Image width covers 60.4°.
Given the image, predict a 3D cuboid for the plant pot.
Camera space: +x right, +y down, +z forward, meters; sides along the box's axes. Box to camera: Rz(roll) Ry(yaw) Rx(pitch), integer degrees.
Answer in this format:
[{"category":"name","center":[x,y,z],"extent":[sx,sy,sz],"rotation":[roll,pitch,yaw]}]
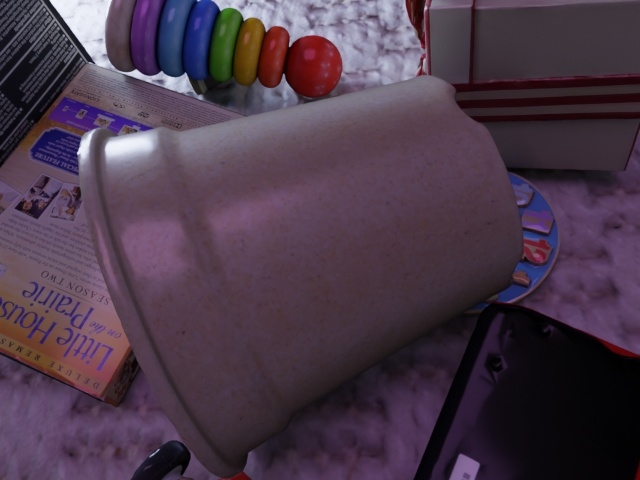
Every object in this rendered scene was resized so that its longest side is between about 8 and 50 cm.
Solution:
[{"category":"plant pot","center":[0.000,0.000,0.527],"extent":[0.306,0.333,0.333],"rotation":[-22,57,-5]}]

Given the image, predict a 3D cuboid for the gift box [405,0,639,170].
[{"category":"gift box","center":[0.228,-0.227,0.629],"extent":[0.259,0.255,0.276],"rotation":[5,49,18]}]

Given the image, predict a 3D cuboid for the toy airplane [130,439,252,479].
[{"category":"toy airplane","center":[-0.204,0.360,0.384],"extent":[0.385,0.272,0.386],"rotation":[6,39,-17]}]

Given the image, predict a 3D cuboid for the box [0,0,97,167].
[{"category":"box","center":[-0.496,-0.211,0.789],"extent":[0.183,0.294,0.296],"rotation":[15,64,23]}]

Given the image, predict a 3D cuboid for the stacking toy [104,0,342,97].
[{"category":"stacking toy","center":[-0.131,-0.280,0.809],"extent":[0.331,0.141,0.141],"rotation":[13,61,-6]}]

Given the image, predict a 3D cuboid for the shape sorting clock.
[{"category":"shape sorting clock","center":[0.172,-0.009,0.650],"extent":[0.207,0.040,0.206],"rotation":[-6,58,10]}]

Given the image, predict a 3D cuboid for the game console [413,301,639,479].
[{"category":"game console","center":[0.220,0.276,0.406],"extent":[0.342,0.060,0.386],"rotation":[23,71,14]}]

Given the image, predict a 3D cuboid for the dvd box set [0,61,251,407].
[{"category":"dvd box set","center":[-0.295,-0.035,0.739],"extent":[0.308,0.062,0.420],"rotation":[20,66,11]}]

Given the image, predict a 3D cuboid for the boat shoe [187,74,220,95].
[{"category":"boat shoe","center":[-0.197,-0.342,0.927],"extent":[0.074,0.080,0.223],"rotation":[-13,63,-2]}]

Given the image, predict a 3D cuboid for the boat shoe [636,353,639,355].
[{"category":"boat shoe","center":[0.229,0.181,0.511],"extent":[0.233,0.084,0.079],"rotation":[-30,87,-11]}]
